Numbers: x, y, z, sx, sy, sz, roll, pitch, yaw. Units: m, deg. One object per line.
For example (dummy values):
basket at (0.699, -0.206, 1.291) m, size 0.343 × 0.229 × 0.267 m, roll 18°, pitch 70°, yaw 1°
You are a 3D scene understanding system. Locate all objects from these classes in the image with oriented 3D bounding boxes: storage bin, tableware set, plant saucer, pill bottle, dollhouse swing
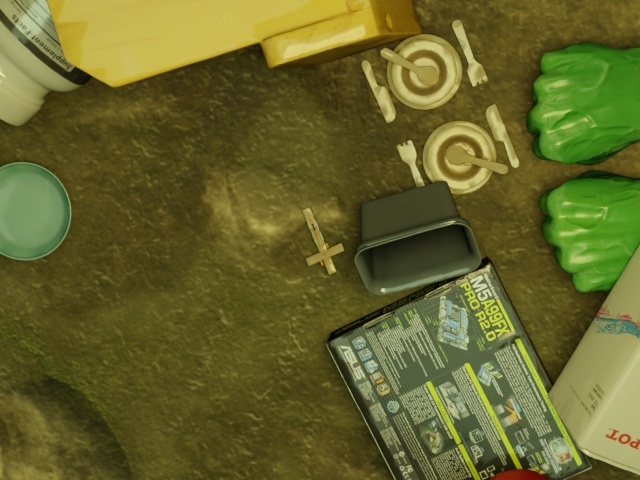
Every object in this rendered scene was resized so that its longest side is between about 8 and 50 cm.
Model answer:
storage bin at (0.109, -0.005, 1.370) m, size 0.135 × 0.091 × 0.098 m, roll -15°, pitch 135°, yaw 11°
tableware set at (0.141, -0.145, 1.380) m, size 0.128 × 0.039 × 0.194 m, roll -23°, pitch 94°, yaw 8°
plant saucer at (-0.358, -0.036, 1.451) m, size 0.119 × 0.021 × 0.119 m, roll 1°, pitch 97°, yaw 5°
pill bottle at (-0.289, -0.270, 1.348) m, size 0.278 × 0.162 × 0.162 m, roll -43°, pitch 91°, yaw 9°
dollhouse swing at (-0.105, -0.339, 1.270) m, size 0.305 × 0.315 × 0.347 m, roll -16°, pitch 95°, yaw 18°

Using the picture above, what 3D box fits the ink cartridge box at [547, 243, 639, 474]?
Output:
ink cartridge box at (0.408, 0.119, 1.300) m, size 0.201 × 0.117 × 0.278 m, roll 23°, pitch 107°, yaw -18°

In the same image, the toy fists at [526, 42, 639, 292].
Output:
toy fists at (0.307, -0.082, 1.343) m, size 0.142 × 0.096 × 0.279 m, roll -10°, pitch 96°, yaw -8°

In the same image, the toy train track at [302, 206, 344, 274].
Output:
toy train track at (0.000, 0.000, 1.425) m, size 0.048 × 0.014 × 0.083 m, roll -23°, pitch 88°, yaw 15°

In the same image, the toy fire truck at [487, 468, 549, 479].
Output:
toy fire truck at (0.253, 0.418, 1.354) m, size 0.302 × 0.169 × 0.254 m, roll 17°, pitch 116°, yaw -15°

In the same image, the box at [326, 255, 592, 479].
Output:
box at (0.162, 0.187, 1.406) m, size 0.216 × 0.060 × 0.270 m, roll -27°, pitch 94°, yaw 7°
